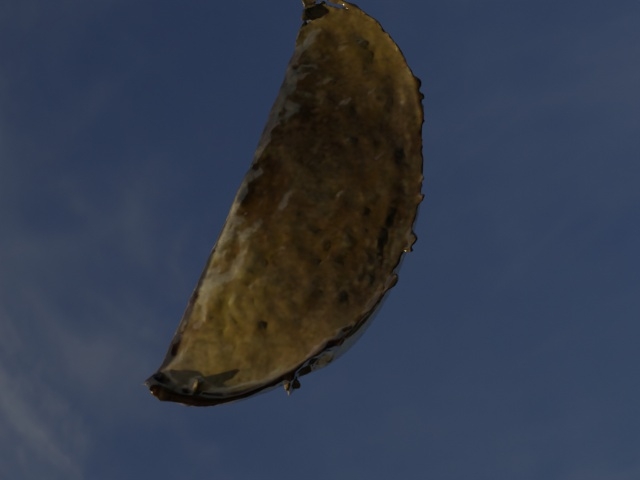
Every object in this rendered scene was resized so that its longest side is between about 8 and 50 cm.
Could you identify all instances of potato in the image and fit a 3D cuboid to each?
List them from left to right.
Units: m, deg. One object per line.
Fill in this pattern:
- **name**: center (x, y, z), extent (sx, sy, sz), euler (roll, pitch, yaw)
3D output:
- **potato**: center (0.001, -0.002, 0.771), extent (0.100, 0.120, 0.261), euler (72, -140, -73)
